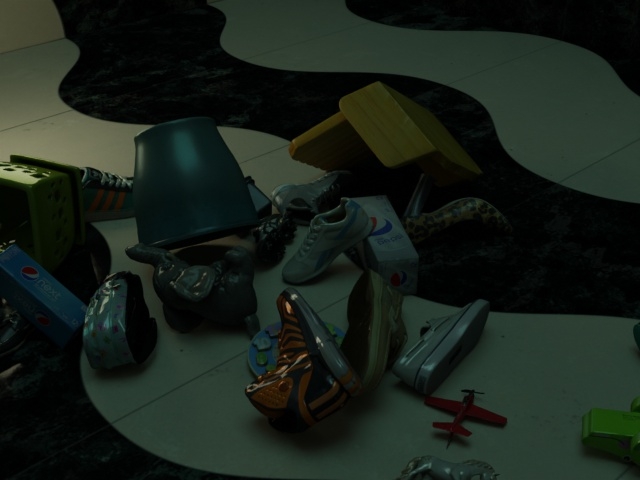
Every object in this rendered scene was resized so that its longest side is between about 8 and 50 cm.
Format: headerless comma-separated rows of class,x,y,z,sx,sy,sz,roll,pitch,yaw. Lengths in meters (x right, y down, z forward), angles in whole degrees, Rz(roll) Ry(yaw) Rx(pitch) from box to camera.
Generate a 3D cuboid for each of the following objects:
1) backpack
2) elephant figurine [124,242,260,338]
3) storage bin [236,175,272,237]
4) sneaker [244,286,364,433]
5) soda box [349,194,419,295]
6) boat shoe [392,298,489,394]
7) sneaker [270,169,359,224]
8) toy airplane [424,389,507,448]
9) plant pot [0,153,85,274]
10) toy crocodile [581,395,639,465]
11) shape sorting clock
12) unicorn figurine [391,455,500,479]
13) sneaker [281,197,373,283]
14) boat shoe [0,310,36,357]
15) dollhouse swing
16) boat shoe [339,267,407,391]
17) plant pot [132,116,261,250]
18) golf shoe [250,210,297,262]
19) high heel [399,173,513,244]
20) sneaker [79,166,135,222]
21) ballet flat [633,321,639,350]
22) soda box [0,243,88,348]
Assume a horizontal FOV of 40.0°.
backpack,-0.382,0.164,1.668,0.115,0.152,0.182,-16,34,5
elephant figurine,-0.255,0.098,1.749,0.239,0.170,0.186,-4,15,-18
storage bin,-0.182,-0.069,2.089,0.091,0.098,0.135,40,61,23
sneaker,-0.061,0.209,1.541,0.180,0.125,0.321,-37,29,0
soda box,0.136,0.007,1.947,0.091,0.098,0.286,-6,32,-8
boat shoe,0.229,0.186,1.656,0.088,0.096,0.267,24,46,27
sneaker,0.002,-0.092,2.145,0.228,0.086,0.132,-15,40,-9
toy airplane,0.240,0.300,1.518,0.151,0.028,0.151,-2,30,1
plant pot,-0.656,-0.068,1.974,0.227,0.228,0.207,12,25,20
toy crocodile,0.595,0.325,1.417,0.340,0.105,0.115,1,31,12
shape sorting clock,-0.036,0.211,1.661,0.206,0.040,0.206,-1,31,0
unicorn figurine,0.200,0.370,1.369,0.161,0.060,0.111,21,37,31
sneaker,0.000,0.000,1.895,0.228,0.092,0.087,-40,30,3
boat shoe,-0.600,0.158,1.735,0.075,0.065,0.206,14,34,23
dollhouse swing,0.155,-0.191,2.170,0.315,0.305,0.346,54,18,21
boat shoe,0.113,0.171,1.643,0.110,0.122,0.341,30,28,-10
plant pot,-0.290,-0.124,1.913,0.271,0.255,0.271,-15,-1,0
golf shoe,-0.123,-0.003,2.004,0.093,0.077,0.198,-2,22,19
high heel,0.309,-0.019,2.045,0.261,0.186,0.093,26,-13,-6
sneaker,-0.529,-0.123,2.152,0.302,0.121,0.108,-13,33,-20
ballet flat,0.639,0.224,1.601,0.074,0.074,0.203,-4,37,-6
soda box,-0.548,0.108,1.710,0.210,0.071,0.067,41,37,-1
